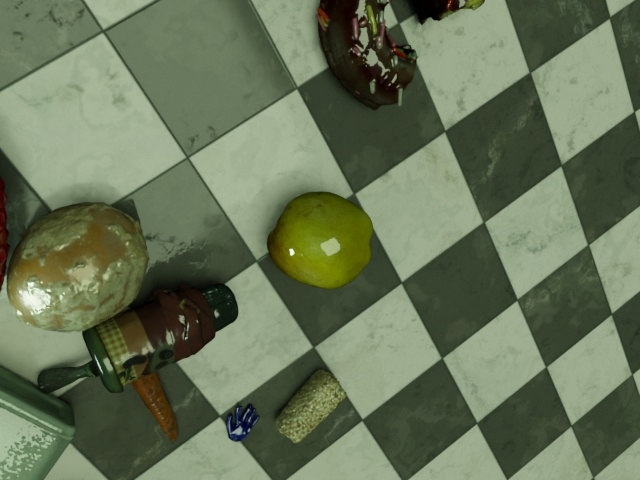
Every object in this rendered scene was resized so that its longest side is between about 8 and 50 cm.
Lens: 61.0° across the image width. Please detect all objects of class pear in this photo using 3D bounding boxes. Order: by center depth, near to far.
[{"bbox_3d":[0.000,0.000,1.052,0.200,0.200,0.200,-6,107,-20],"label":"pear"}]

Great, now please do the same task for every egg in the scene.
[{"bbox_3d":[-0.402,0.046,0.900,0.245,0.203,0.203,-38,115,5],"label":"egg"}]

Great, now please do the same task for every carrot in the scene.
[{"bbox_3d":[-0.327,0.321,1.089,0.057,0.057,0.224,-24,115,-14],"label":"carrot"}]

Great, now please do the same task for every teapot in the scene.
[{"bbox_3d":[-0.458,0.247,0.996,0.110,0.043,0.043,-16,112,9],"label":"teapot"}]

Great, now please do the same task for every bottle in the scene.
[{"bbox_3d":[-0.280,0.157,0.994,0.271,0.156,0.143,-24,107,-26],"label":"bottle"}]

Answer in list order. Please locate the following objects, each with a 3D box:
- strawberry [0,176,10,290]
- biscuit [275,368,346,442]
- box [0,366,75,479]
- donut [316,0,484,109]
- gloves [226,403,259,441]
[{"bbox_3d":[-0.593,-0.007,0.761,0.291,0.292,0.310,-10,91,-19],"label":"strawberry"},{"bbox_3d":[-0.024,0.365,1.201,0.168,0.082,0.070,-44,113,-4],"label":"biscuit"},{"bbox_3d":[-0.585,0.320,0.926,0.312,0.175,0.182,43,78,-26],"label":"box"},{"bbox_3d":[0.141,-0.445,1.012,0.345,0.136,0.259,-49,119,-4],"label":"donut"},{"bbox_3d":[-0.173,0.395,1.182,0.064,0.026,0.086,36,90,-24],"label":"gloves"}]
